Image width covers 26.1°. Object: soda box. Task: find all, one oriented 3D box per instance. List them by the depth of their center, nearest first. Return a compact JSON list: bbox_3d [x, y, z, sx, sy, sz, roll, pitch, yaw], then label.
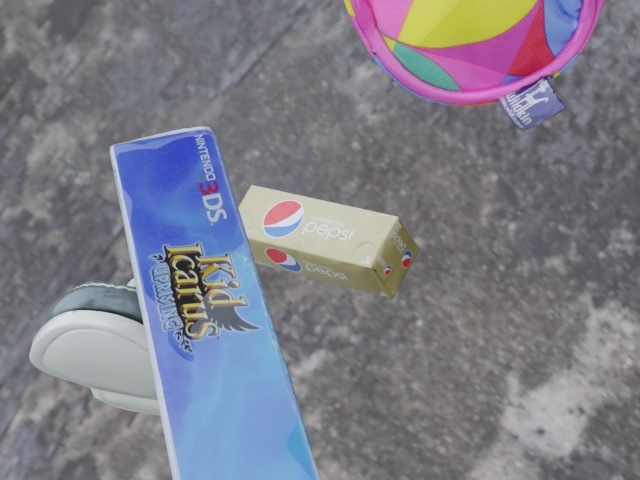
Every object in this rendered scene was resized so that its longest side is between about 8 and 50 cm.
[{"bbox_3d":[0.000,0.000,1.335,0.181,0.058,0.061,13,64,36],"label":"soda box"}]

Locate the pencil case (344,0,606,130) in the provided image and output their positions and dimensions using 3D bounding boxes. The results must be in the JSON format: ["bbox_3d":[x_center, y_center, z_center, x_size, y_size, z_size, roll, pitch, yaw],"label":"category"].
[{"bbox_3d":[0.062,-0.139,0.568,0.104,0.104,0.236,-33,26,19],"label":"pencil case"}]

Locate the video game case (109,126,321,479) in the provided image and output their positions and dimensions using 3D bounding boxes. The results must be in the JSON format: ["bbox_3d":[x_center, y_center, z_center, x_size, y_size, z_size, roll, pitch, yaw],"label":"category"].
[{"bbox_3d":[-0.039,0.119,0.683,0.061,0.244,0.269,-12,41,-7],"label":"video game case"}]

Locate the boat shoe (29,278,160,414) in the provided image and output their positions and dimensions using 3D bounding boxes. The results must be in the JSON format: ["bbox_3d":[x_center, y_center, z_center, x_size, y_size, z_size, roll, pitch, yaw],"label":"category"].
[{"bbox_3d":[-0.132,0.064,1.014,0.116,0.319,0.099,8,75,6],"label":"boat shoe"}]
